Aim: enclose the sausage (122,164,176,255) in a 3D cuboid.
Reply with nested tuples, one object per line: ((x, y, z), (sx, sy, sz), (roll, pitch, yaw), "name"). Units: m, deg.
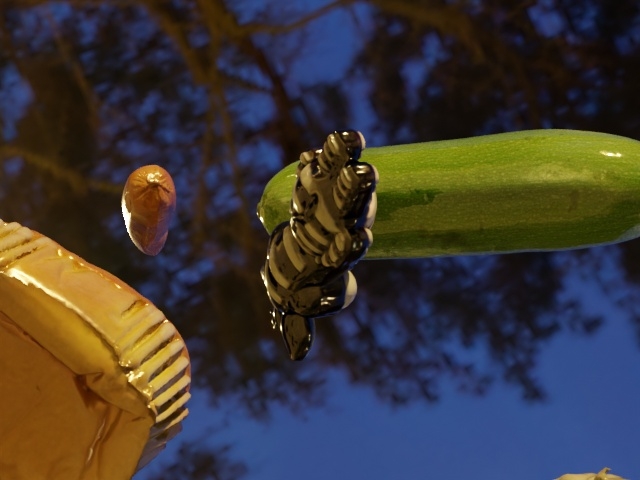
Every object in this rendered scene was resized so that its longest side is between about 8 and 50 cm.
((-0.174, -0.031, 1.929), (0.183, 0.054, 0.062), (113, -11, -73), "sausage")

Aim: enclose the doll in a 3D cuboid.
((0.000, 0.000, 1.407), (0.091, 0.067, 0.219), (66, -28, 27), "doll")

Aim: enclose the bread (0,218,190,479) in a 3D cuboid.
((-0.256, 0.109, 1.668), (0.288, 0.156, 0.204), (28, -77, 5), "bread")

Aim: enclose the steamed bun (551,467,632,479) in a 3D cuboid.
((0.227, 0.377, 1.649), (0.367, 0.255, 0.342), (5, -81, 48), "steamed bun")

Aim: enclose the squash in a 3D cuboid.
((0.133, -0.037, 1.524), (0.378, 0.101, 0.101), (-2, -64, 9), "squash")
